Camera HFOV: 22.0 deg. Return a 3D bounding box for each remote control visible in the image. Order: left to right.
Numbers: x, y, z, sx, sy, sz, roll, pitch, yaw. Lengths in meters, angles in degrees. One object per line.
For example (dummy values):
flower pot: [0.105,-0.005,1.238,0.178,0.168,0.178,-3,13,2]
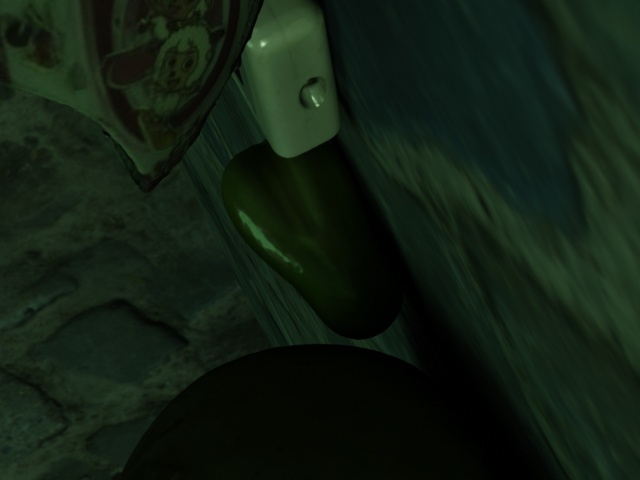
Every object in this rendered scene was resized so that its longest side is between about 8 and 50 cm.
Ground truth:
remote control: [-0.048,-0.119,0.517,0.190,0.029,0.087,62,175,18]

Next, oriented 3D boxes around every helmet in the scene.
helmet: [-0.068,-0.107,0.379,0.177,0.107,0.153,44,-178,-30]

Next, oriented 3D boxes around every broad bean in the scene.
broad bean: [0.000,0.000,0.588,0.083,0.045,0.063,56,178,-15]

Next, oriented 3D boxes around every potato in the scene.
potato: [-0.002,0.118,0.591,0.165,0.165,0.262,63,175,-1]
